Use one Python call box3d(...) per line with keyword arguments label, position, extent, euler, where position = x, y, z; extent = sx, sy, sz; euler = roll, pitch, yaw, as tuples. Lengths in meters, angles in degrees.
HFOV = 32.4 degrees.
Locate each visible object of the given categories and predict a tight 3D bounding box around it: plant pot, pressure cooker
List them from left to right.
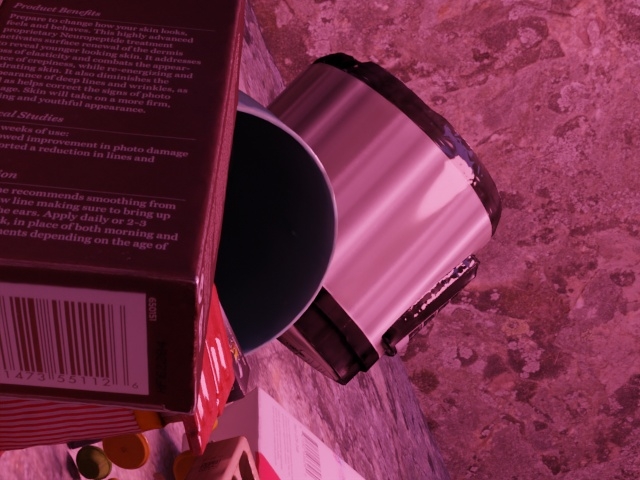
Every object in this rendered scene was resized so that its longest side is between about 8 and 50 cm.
box3d(label="plant pot", position=(-0.156, -0.047, 1.166), extent=(0.293, 0.293, 0.235), euler=(66, -5, -31))
box3d(label="pressure cooker", position=(-0.004, -0.004, 1.548), extent=(0.375, 0.420, 0.370), euler=(35, -13, 44))

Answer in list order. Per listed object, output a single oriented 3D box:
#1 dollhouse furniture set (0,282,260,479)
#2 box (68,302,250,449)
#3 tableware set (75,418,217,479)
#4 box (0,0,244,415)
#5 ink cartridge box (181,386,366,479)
box3d(label="dollhouse furniture set", position=(-0.157, 0.224, 0.927), extent=(0.152, 0.201, 0.374), euler=(-67, 144, -75))
box3d(label="box", position=(-0.191, 0.065, 1.016), extent=(0.056, 0.183, 0.231), euler=(-87, 158, -66))
box3d(label="tableware set", position=(-0.154, 0.206, 1.028), extent=(0.104, 0.154, 0.024), euler=(55, 23, -8))
box3d(label="box", position=(-0.165, -0.062, 0.823), extent=(0.381, 0.191, 0.143), euler=(-87, -177, -47))
box3d(label="ink cartridge box", position=(-0.022, 0.353, 1.277), extent=(0.306, 0.131, 0.226), euler=(47, 21, -30))
